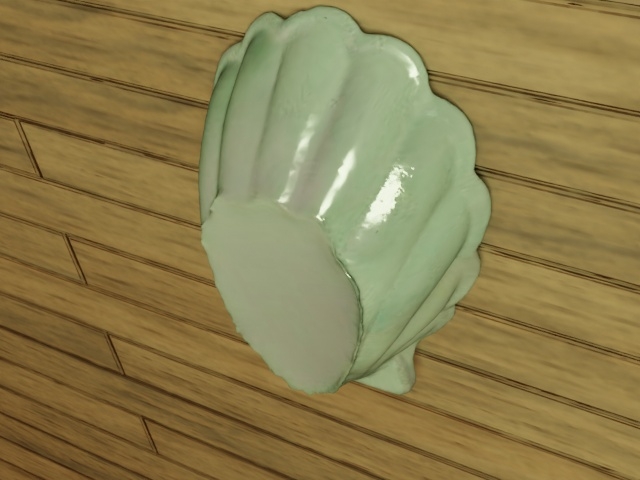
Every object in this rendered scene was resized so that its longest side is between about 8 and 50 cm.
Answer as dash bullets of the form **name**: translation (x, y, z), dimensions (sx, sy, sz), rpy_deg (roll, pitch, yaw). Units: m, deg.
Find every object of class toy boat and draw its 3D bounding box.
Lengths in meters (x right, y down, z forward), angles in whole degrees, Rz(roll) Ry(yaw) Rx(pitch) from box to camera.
- **toy boat**: translation (0.000, 0.000, 0.728), dimensions (0.199, 0.100, 0.290), rpy_deg (19, 138, 27)
